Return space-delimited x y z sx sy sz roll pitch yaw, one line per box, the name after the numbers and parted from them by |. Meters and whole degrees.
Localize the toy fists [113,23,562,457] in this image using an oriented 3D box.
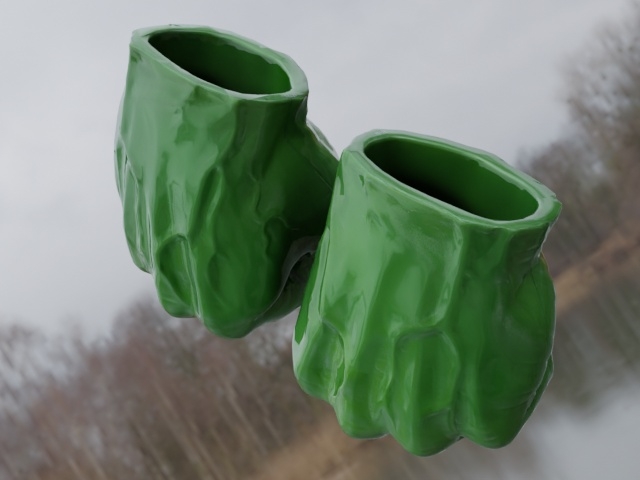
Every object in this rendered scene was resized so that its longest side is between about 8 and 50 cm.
0.000 0.000 0.736 0.096 0.279 0.142 -20 -50 -46 | toy fists
